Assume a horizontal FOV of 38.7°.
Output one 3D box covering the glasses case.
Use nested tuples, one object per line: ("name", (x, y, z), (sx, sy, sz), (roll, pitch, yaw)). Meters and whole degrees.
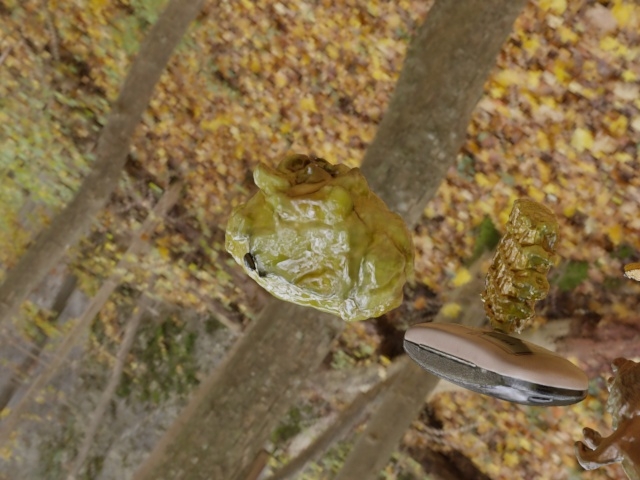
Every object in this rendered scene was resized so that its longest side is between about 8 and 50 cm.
("glasses case", (0.207, 0.150, 1.130), (0.122, 0.075, 0.314), (10, 179, -20))

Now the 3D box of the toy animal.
("toy animal", (0.434, 0.291, 1.216), (0.097, 0.157, 0.312), (30, -150, -31))

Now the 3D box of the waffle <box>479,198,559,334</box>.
("waffle", (0.268, 0.035, 1.211), (0.055, 0.161, 0.211), (18, -169, 3))

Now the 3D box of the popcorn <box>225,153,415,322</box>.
("popcorn", (0.000, 0.000, 1.342), (0.286, 0.215, 0.252), (13, 135, 10))

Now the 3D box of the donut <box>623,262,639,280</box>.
("donut", (0.667, 0.074, 1.888), (0.083, 0.038, 0.067), (5, 136, 8))
